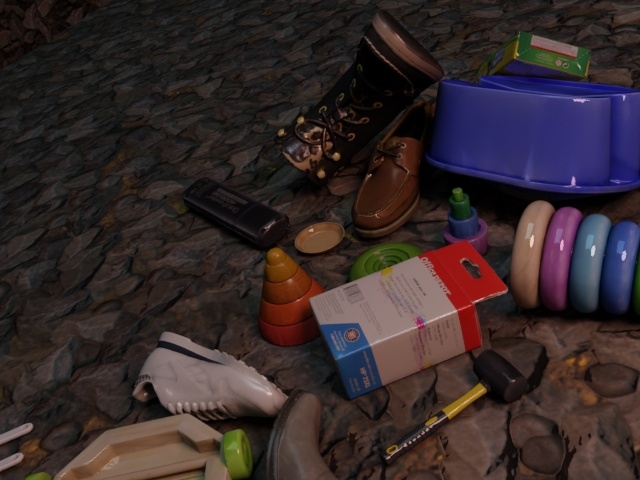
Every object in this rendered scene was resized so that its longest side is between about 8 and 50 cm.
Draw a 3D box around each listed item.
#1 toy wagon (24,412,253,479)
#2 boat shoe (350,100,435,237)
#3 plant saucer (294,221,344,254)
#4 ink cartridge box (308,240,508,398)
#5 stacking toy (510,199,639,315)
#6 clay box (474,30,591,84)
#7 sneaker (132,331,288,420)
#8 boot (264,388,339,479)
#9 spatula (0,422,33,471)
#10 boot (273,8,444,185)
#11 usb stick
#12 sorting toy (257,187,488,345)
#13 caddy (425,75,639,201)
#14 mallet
[{"bbox_3d":[-0.206,0.333,0.797,0.267,0.068,0.344,-14,34,6],"label":"toy wagon"},{"bbox_3d":[0.123,-0.128,1.275,0.111,0.104,0.307,2,38,27],"label":"boat shoe"},{"bbox_3d":[0.000,0.000,1.229,0.083,0.015,0.083,-12,33,8],"label":"plant saucer"},{"bbox_3d":[0.115,0.097,0.979,0.231,0.078,0.134,-21,34,-4],"label":"ink cartridge box"},{"bbox_3d":[0.404,0.036,0.898,0.330,0.141,0.141,8,41,26],"label":"stacking toy"},{"bbox_3d":[0.356,-0.291,1.315,0.127,0.053,0.222,13,-4,-7],"label":"clay box"},{"bbox_3d":[-0.142,0.195,0.968,0.235,0.090,0.095,9,54,40],"label":"sneaker"},{"bbox_3d":[0.020,0.271,0.789,0.161,0.083,0.246,0,42,13],"label":"boot"},{"bbox_3d":[-0.489,0.332,0.978,0.242,0.019,0.168,-22,28,-8],"label":"spatula"},{"bbox_3d":[0.054,-0.224,1.256,0.284,0.138,0.377,-43,2,10],"label":"boot"},{"bbox_3d":[-0.156,-0.054,1.353,0.077,0.045,0.278,-41,40,-20],"label":"usb stick"},{"bbox_3d":[0.065,0.017,1.076,0.365,0.126,0.127,-22,34,-6],"label":"sorting toy"},{"bbox_3d":[0.323,-0.149,1.157,0.241,0.179,0.341,-17,25,-42],"label":"caddy"},{"bbox_3d":[0.153,0.200,0.858,0.190,0.039,0.062,-37,40,-19],"label":"mallet"}]
